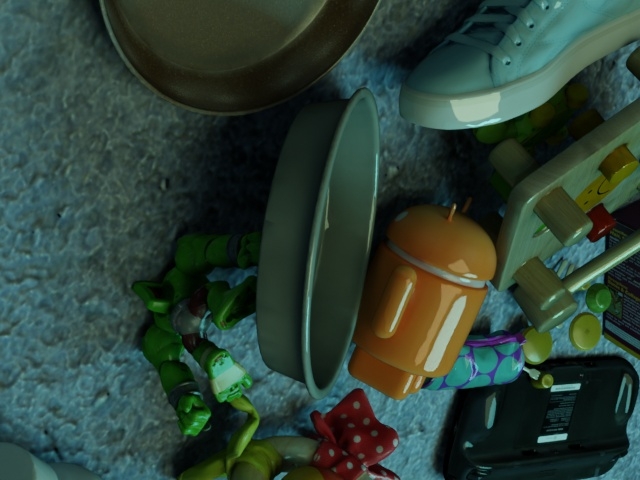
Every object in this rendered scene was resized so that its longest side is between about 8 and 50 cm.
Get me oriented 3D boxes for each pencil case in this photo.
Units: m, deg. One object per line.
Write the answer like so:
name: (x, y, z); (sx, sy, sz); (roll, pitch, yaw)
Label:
pencil case: (0.164, 0.135, 1.649); (0.152, 0.064, 0.070); (1, 129, -40)

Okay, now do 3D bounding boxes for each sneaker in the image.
sneaker: (0.208, -0.238, 1.439); (0.366, 0.135, 0.150); (-33, 124, -32)

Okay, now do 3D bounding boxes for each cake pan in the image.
cake pan: (0.000, 0.000, 1.341); (0.293, 0.054, 0.293); (9, 90, -78)

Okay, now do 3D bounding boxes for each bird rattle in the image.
bird rattle: (-0.016, 0.257, 1.490); (0.254, 0.207, 0.143); (16, 122, -34)

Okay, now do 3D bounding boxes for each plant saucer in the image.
plant saucer: (-0.065, -0.261, 1.246); (0.311, 0.050, 0.310); (-20, 126, -30)

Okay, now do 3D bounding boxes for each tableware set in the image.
tableware set: (0.292, 0.107, 1.743); (0.104, 0.024, 0.154); (33, 78, -22)

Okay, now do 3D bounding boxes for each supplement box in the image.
supplement box: (0.416, 0.054, 1.779); (0.081, 0.104, 0.188); (-24, 128, -27)

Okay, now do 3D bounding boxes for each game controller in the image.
game controller: (0.285, 0.230, 1.817); (0.319, 0.067, 0.166); (1, 99, -40)

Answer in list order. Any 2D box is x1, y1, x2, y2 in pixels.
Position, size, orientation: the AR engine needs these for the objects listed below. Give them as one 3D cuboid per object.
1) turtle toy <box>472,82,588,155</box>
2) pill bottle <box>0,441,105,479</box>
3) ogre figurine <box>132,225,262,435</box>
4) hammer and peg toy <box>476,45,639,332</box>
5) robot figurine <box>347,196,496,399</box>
turtle toy: (0.220, -0.134, 1.535); (0.130, 0.066, 0.095); (-27, 159, -26)
pill bottle: (-0.231, 0.313, 1.357); (0.169, 0.169, 0.301); (-47, 134, -7)
ogre figurine: (-0.112, 0.068, 1.348); (0.097, 0.118, 0.197); (-14, 123, -35)
hammer and peg toy: (0.294, -0.048, 1.568); (0.266, 0.127, 0.361); (-35, 161, -12)
robot figurine: (0.106, 0.056, 1.515); (0.158, 0.128, 0.219); (15, 105, -31)
